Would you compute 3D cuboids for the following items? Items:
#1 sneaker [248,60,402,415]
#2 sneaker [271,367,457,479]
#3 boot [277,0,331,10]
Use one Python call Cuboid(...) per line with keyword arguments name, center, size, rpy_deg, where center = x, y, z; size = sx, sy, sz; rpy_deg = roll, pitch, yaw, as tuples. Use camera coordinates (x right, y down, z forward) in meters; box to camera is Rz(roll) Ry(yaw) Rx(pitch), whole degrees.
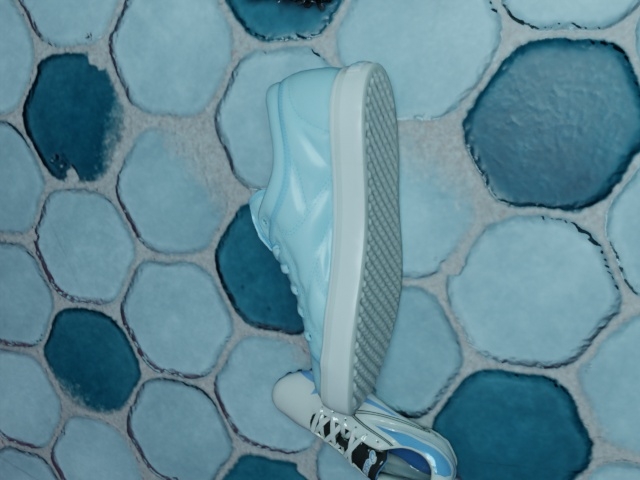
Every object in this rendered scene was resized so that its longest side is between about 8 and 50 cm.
Cuboid(name="sneaker", center=(0.000, 0.000, 0.679), size=(0.150, 0.135, 0.365), rpy_deg=(5, 97, 28))
Cuboid(name="sneaker", center=(0.044, 0.224, 0.735), size=(0.237, 0.086, 0.085), rpy_deg=(24, 113, 16))
Cuboid(name="boot", center=(-0.030, -0.302, 0.648), size=(0.099, 0.045, 0.121), rpy_deg=(10, 110, 18))
